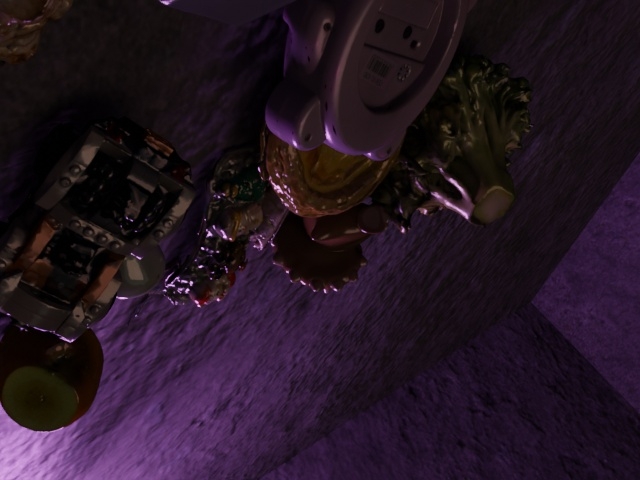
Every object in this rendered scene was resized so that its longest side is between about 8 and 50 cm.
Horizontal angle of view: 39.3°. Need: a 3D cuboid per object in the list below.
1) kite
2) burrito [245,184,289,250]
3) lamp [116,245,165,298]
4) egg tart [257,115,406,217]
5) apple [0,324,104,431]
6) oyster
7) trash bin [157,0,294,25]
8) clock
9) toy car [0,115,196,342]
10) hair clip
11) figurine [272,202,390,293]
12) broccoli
[{"bbox_3d":[-0.278,0.088,1.489,0.156,0.011,0.139,-49,154,17],"label":"kite"},{"bbox_3d":[-0.071,-0.064,1.471,0.229,0.063,0.058,-54,173,26],"label":"burrito"},{"bbox_3d":[-0.276,0.006,1.229,0.106,0.106,0.193,-33,148,-20],"label":"lamp"},{"bbox_3d":[0.014,-0.166,1.325,0.279,0.095,0.278,-21,126,-33],"label":"egg tart"},{"bbox_3d":[-0.387,0.181,1.275,0.146,0.163,0.147,23,141,-25],"label":"apple"},{"bbox_3d":[-0.292,-0.220,0.809,0.163,0.081,0.191,-42,155,13],"label":"oyster"},{"bbox_3d":[0.008,-0.329,0.710,0.343,0.222,0.158,-17,167,42],"label":"trash bin"},{"bbox_3d":[0.070,-0.265,1.157,0.296,0.113,0.322,0,119,-53],"label":"clock"},{"bbox_3d":[-0.286,-0.016,1.069,0.193,0.118,0.301,34,110,-34],"label":"toy car"},{"bbox_3d":[-0.147,-0.002,1.414,0.138,0.091,0.321,-22,150,-41],"label":"hair clip"},{"bbox_3d":[0.003,0.003,1.541,0.173,0.177,0.247,-57,-170,-9],"label":"figurine"},{"bbox_3d":[0.213,-0.171,1.546,0.324,0.272,0.334,37,113,-27],"label":"broccoli"}]
